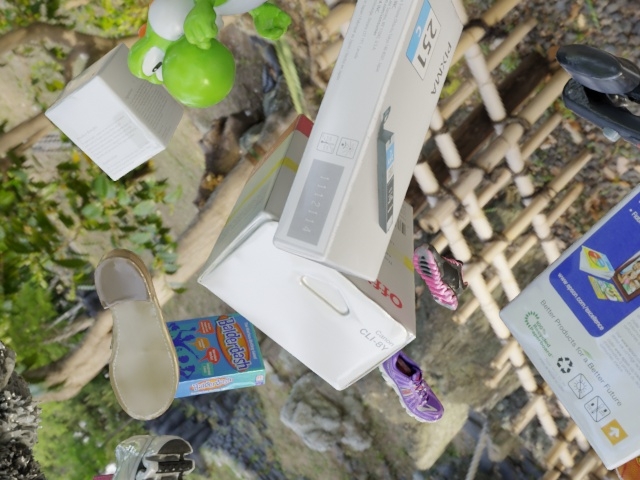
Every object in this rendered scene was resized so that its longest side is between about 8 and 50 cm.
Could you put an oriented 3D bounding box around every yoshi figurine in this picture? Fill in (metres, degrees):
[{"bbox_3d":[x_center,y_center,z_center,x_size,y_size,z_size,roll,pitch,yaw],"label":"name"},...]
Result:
[{"bbox_3d":[-0.128,-0.335,0.956,0.203,0.362,0.203,34,-155,-35],"label":"yoshi figurine"}]

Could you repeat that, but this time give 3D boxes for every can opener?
[{"bbox_3d":[0.251,-0.092,0.487,0.186,0.073,0.059,52,127,44],"label":"can opener"}]

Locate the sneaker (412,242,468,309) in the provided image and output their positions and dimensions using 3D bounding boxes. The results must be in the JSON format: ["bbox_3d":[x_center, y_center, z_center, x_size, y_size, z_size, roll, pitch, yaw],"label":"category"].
[{"bbox_3d":[0.166,0.039,0.873,0.047,0.057,0.119,29,158,49],"label":"sneaker"}]

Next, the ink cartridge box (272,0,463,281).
[{"bbox_3d":[0.077,-0.104,0.699,0.066,0.296,0.261,18,177,26],"label":"ink cartridge box"}]

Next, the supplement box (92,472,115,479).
[{"bbox_3d":[-0.425,0.566,1.329,0.220,0.114,0.111,175,92,-80],"label":"supplement box"}]

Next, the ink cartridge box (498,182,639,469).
[{"bbox_3d":[0.326,0.019,0.529,0.371,0.069,0.176,-54,52,35],"label":"ink cartridge box"}]

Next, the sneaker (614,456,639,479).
[{"bbox_3d":[0.549,0.366,1.128,0.064,0.175,0.067,10,127,5],"label":"sneaker"}]

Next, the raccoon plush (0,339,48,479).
[{"bbox_3d":[-0.424,0.293,0.719,0.446,0.216,0.299,-164,58,-82],"label":"raccoon plush"}]

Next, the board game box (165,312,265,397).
[{"bbox_3d":[-0.225,0.219,1.250,0.160,0.210,0.047,-116,26,-48],"label":"board game box"}]

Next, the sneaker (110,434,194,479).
[{"bbox_3d":[-0.268,0.424,0.925,0.118,0.292,0.110,0,159,30],"label":"sneaker"}]

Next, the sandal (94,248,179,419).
[{"bbox_3d":[-0.225,0.109,0.823,0.079,0.088,0.240,-95,1,-64],"label":"sandal"}]

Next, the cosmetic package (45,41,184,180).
[{"bbox_3d":[-0.397,-0.252,1.271,0.151,0.151,0.184,-25,123,25],"label":"cosmetic package"}]

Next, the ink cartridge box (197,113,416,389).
[{"bbox_3d":[0.000,0.000,1.032,0.279,0.160,0.385,40,-153,-15],"label":"ink cartridge box"}]

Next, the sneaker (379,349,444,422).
[{"bbox_3d":[0.182,0.284,1.264,0.170,0.068,0.071,49,148,-1],"label":"sneaker"}]
